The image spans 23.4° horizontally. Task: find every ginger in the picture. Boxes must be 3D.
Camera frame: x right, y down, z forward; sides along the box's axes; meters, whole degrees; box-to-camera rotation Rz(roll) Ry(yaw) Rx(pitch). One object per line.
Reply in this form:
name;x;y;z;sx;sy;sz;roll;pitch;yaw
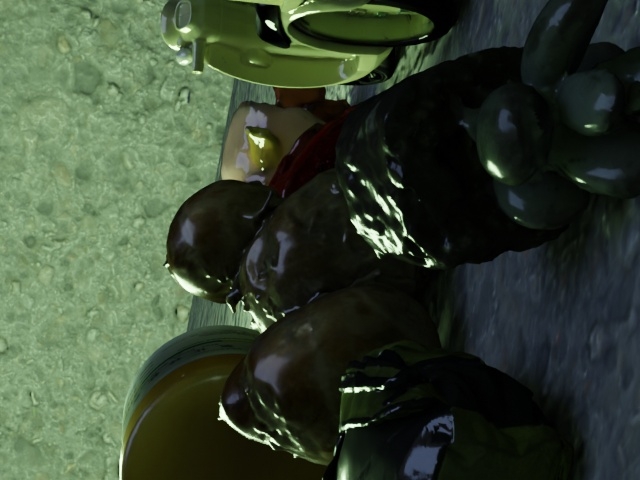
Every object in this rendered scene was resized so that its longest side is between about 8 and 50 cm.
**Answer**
ginger;0.008;0.071;1.366;0.176;0.256;0.375;70;179;-46

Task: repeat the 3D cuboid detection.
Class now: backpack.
backpack;0.069;0.173;1.076;0.253;0.140;0.207;-138;60;-73

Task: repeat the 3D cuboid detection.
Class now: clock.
clock;-0.016;-0.238;1.610;0.379;0.276;0.120;146;128;-73

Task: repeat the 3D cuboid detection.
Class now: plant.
plant;0.128;-0.065;1.001;0.146;0.149;0.274;59;149;-3

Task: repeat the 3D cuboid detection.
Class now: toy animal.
toy animal;-0.050;-0.056;1.927;0.195;0.169;0.281;32;-127;-54

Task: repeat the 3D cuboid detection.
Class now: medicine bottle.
medicine bottle;-0.103;0.227;1.709;0.232;0.237;0.238;-131;52;-78

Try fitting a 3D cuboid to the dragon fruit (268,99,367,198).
dragon fruit;0.000;0.000;1.617;0.205;0.152;0.317;160;119;-80
